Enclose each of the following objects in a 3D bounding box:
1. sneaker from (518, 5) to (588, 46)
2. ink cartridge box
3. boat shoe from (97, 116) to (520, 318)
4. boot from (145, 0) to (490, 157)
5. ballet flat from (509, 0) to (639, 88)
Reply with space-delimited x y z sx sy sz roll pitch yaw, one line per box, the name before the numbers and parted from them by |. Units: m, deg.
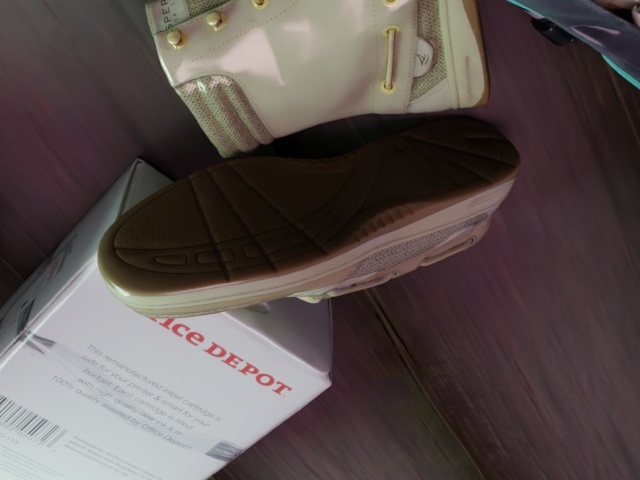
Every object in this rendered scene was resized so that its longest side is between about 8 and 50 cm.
sneaker | 0.211 -0.203 0.539 0.217 0.079 0.121 -34 127 30
ink cartridge box | -0.153 0.102 0.743 0.207 0.117 0.283 35 120 -24
boat shoe | 0.000 0.000 0.624 0.302 0.109 0.098 -18 140 -23
boot | -0.016 -0.175 0.546 0.203 0.095 0.262 -12 130 11
ballet flat | 0.161 -0.136 0.490 0.203 0.074 0.074 22 125 -26
